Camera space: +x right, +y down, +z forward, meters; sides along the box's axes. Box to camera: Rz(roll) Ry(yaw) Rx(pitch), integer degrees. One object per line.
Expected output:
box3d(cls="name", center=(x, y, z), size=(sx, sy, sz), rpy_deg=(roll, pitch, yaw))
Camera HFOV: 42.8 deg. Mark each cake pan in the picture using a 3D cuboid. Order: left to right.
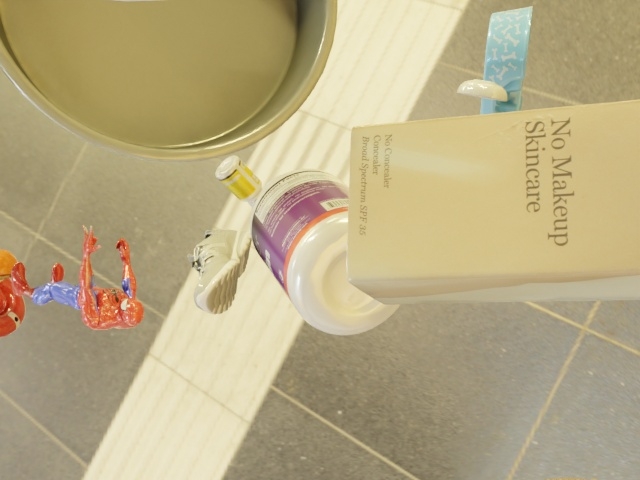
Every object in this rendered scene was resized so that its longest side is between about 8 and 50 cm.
box3d(cls="cake pan", center=(-0.130, -0.205, 0.667), size=(0.054, 0.293, 0.293), rpy_deg=(169, 118, -69))

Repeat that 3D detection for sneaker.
box3d(cls="sneaker", center=(-0.220, 0.060, 1.651), size=(0.115, 0.281, 0.105), rpy_deg=(12, 113, 2))

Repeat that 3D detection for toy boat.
box3d(cls="toy boat", center=(-0.581, 0.059, 1.398), size=(0.151, 0.151, 0.231), rpy_deg=(-16, 111, 24))

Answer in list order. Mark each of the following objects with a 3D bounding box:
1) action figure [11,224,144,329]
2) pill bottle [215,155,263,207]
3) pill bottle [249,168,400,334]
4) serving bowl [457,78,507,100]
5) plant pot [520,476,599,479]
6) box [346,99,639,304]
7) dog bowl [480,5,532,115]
box3d(cls="action figure", center=(-0.305, 0.036, 1.058), size=(0.280, 0.091, 0.139), rpy_deg=(15, 100, 45))
box3d(cls="pill bottle", center=(-0.169, -0.125, 1.783), size=(0.065, 0.116, 0.065), rpy_deg=(-31, 32, 22))
box3d(cls="pill bottle", center=(0.000, 0.000, 1.236), size=(0.181, 0.181, 0.323), rpy_deg=(-52, 27, 5))
box3d(cls="serving bowl", center=(0.269, -0.250, 1.349), size=(0.083, 0.083, 0.027), rpy_deg=(16, 103, 32))
box3d(cls="plant pot", center=(0.364, 0.396, 1.076), size=(0.109, 0.237, 0.237), rpy_deg=(-39, 59, 0))
box3d(cls="box", center=(0.187, -0.026, 0.688), size=(0.311, 0.121, 0.148), rpy_deg=(-4, 75, 20))
box3d(cls="dog bowl", center=(0.340, -0.285, 1.512), size=(0.074, 0.297, 0.166), rpy_deg=(6, 36, 13))
